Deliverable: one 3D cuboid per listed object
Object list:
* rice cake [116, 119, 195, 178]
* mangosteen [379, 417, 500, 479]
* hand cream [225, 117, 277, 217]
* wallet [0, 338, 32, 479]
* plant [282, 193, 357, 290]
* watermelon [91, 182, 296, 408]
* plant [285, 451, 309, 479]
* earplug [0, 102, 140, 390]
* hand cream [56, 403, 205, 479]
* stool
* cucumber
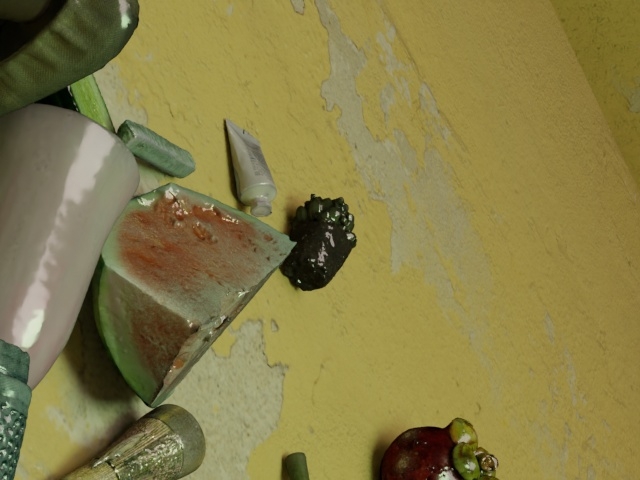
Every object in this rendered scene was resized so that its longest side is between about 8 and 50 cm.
[{"bbox_3d":[-0.198,-0.107,1.673,0.033,0.033,0.207,62,9,14],"label":"rice cake"},{"bbox_3d":[0.180,0.343,2.024,0.166,0.180,0.166,45,31,-37],"label":"mangosteen"},{"bbox_3d":[-0.095,-0.095,1.907,0.084,0.053,0.142,35,31,-51],"label":"hand cream"},{"bbox_3d":[-0.357,0.222,1.130,0.237,0.075,0.342,25,63,-38],"label":"wallet"},{"bbox_3d":[0.000,0.000,1.973,0.092,0.094,0.143,44,43,-26],"label":"plant"},{"bbox_3d":[-0.147,0.054,1.580,0.305,0.180,0.224,-44,128,-61],"label":"watermelon"},{"bbox_3d":[0.004,0.399,1.688,0.297,0.306,0.261,41,35,18],"label":"plant"},{"bbox_3d":[-0.295,0.034,1.355,0.172,0.172,0.301,47,43,-41],"label":"earplug"},{"bbox_3d":[-0.212,0.242,1.485,0.203,0.084,0.084,-22,95,-54],"label":"hand cream"},{"bbox_3d":[-0.353,-0.278,1.245,0.226,0.310,0.310,9,65,-59],"label":"stool"},{"bbox_3d":[-0.287,-0.161,1.557,0.115,0.063,0.244,-48,120,-80],"label":"cucumber"}]
